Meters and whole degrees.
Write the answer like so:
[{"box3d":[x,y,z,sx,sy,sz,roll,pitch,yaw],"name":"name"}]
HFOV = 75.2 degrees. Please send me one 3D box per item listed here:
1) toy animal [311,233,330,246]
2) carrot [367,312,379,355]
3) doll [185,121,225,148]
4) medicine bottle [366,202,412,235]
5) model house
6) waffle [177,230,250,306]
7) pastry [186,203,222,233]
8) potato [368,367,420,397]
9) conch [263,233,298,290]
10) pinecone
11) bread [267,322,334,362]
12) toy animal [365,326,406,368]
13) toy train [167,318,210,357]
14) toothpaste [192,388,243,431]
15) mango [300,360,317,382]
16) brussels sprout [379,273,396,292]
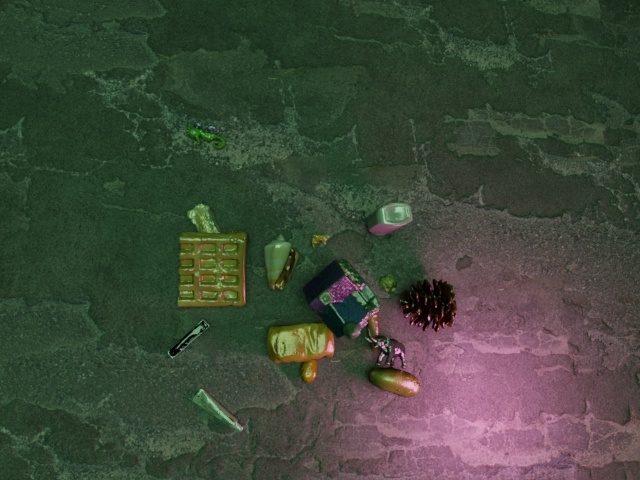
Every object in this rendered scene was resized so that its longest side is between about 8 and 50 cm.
[{"box3d":[0.000,0.000,1.973,0.083,0.060,0.081,8,41,-6],"name":"toy animal"},{"box3d":[0.246,0.401,1.951,0.078,0.078,0.298,-7,89,-9],"name":"carrot"},{"box3d":[-0.541,-0.491,1.966,0.190,0.050,0.115,14,76,-8],"name":"doll"},{"box3d":[0.304,-0.093,1.909,0.161,0.296,0.111,-7,82,-8],"name":"medicine bottle"},{"box3d":[0.091,0.260,1.799,0.245,0.280,0.312,-38,82,6],"name":"model house"},{"box3d":[-0.465,0.130,1.822,0.304,0.077,0.348,1,102,-10],"name":"waffle"},{"box3d":[-0.510,-0.038,1.884,0.122,0.089,0.258,-26,85,-16],"name":"pastry"},{"box3d":[0.332,0.633,1.882,0.251,0.149,0.113,22,73,-4],"name":"potato"},{"box3d":[-0.200,0.094,1.913,0.158,0.127,0.255,9,104,-36],"name":"conch"},{"box3d":[0.488,0.299,1.911,0.264,0.264,0.264,1,82,-8],"name":"pinecone"},{"box3d":[-0.089,0.456,1.857,0.295,0.132,0.166,-2,76,-8],"name":"bread"},{"box3d":[0.292,0.500,1.889,0.270,0.082,0.137,30,58,-28],"name":"toy animal"},{"box3d":[-0.579,0.431,1.827,0.207,0.047,0.043,-42,89,-11],"name":"toy train"},{"box3d":[-0.441,0.745,1.808,0.255,0.037,0.067,37,84,1],"name":"toothpaste"},{"box3d":[-0.051,0.584,1.880,0.079,0.057,0.114,17,74,5],"name":"mango"},{"box3d":[0.330,0.209,1.993,0.085,0.058,0.085,-2,99,-10],"name":"brussels sprout"}]
